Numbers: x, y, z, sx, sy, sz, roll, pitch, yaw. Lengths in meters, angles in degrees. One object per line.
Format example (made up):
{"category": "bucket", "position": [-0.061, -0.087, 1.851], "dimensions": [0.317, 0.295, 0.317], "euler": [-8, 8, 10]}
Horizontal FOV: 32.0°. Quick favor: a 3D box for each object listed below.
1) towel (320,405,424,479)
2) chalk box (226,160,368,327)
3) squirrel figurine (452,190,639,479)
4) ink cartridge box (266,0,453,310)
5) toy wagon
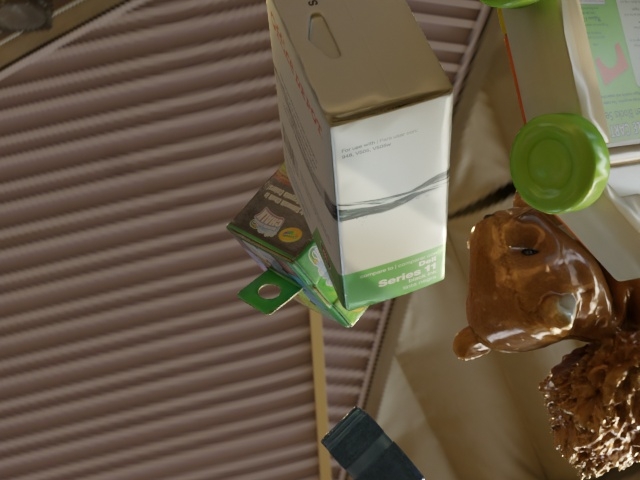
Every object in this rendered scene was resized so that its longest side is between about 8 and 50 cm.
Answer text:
{"category": "towel", "position": [0.062, 0.258, 1.314], "dimensions": [0.067, 0.029, 0.119], "euler": [-44, -102, 4]}
{"category": "chalk box", "position": [0.000, 0.000, 1.231], "dimensions": [0.213, 0.132, 0.132], "euler": [-50, -49, -11]}
{"category": "squirrel figurine", "position": [0.346, 0.088, 1.353], "dimensions": [0.370, 0.281, 0.397], "euler": [-18, -91, -42]}
{"category": "ink cartridge box", "position": [0.027, -0.075, 0.792], "dimensions": [0.086, 0.153, 0.208], "euler": [-16, -35, -8]}
{"category": "toy wagon", "position": [0.208, -0.075, 0.698], "dimensions": [0.267, 0.068, 0.345], "euler": [-10, -93, -44]}
